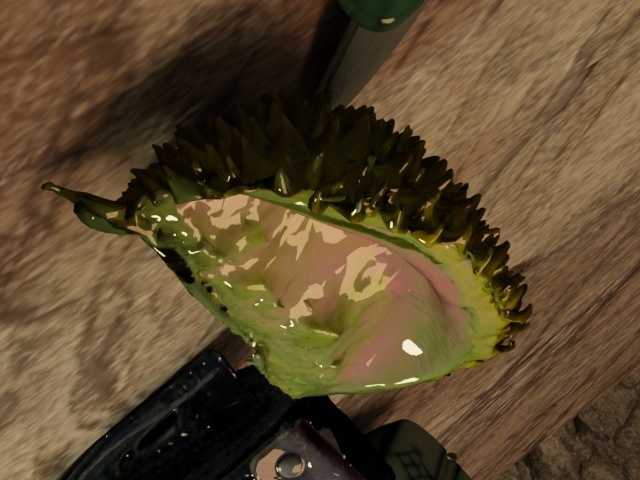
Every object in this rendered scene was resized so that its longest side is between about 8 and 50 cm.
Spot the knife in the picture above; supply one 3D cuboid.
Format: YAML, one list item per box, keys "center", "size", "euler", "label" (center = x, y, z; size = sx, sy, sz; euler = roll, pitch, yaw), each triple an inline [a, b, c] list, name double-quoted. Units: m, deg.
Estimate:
- center: [0.023, -0.087, 0.700]
  size: [0.063, 0.034, 0.260]
  euler: [-43, 175, -16]
  label: "knife"

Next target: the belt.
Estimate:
- center: [-0.077, 0.151, 1.042]
  size: [0.218, 0.128, 0.122]
  euler: [-40, -155, 9]
  label: "belt"

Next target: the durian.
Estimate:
- center: [0.003, -0.009, 0.712]
  size: [0.137, 0.096, 0.220]
  euler: [-12, 161, 17]
  label: "durian"

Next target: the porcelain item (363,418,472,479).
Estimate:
- center: [0.008, 0.300, 1.616]
  size: [0.286, 0.157, 0.281]
  euler: [-42, -178, 17]
  label: "porcelain item"
